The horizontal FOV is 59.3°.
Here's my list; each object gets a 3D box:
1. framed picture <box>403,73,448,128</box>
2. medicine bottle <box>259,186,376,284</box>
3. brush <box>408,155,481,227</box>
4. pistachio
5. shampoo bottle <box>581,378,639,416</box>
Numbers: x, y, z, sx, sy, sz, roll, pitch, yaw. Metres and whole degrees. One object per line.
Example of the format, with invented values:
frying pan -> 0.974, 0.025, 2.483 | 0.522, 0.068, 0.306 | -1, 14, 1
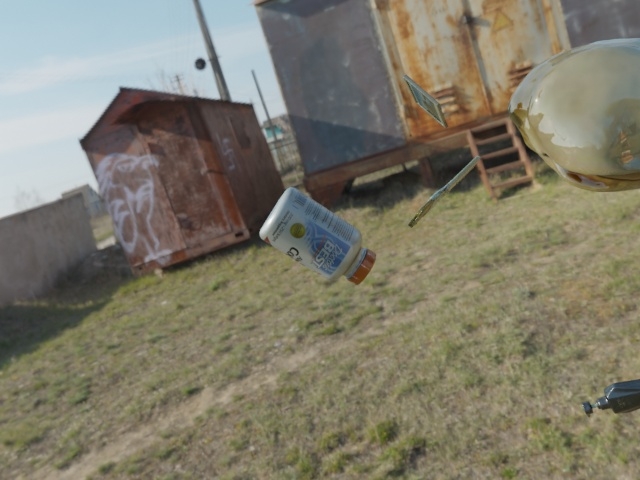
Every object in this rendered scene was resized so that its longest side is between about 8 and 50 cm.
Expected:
framed picture -> 0.246, -0.320, 1.306 | 0.011, 0.109, 0.149 | -46, -21, 8
medicine bottle -> 0.000, 0.000, 1.449 | 0.157, 0.288, 0.157 | -56, 8, 11
brush -> 0.335, -0.141, 1.479 | 0.336, 0.020, 0.085 | -39, -15, -36
pistachio -> 0.618, -0.268, 1.175 | 0.445, 0.281, 0.366 | 14, 69, 32
shampoo bottle -> 0.430, 0.211, 0.769 | 0.137, 0.048, 0.027 | -24, 14, 21
